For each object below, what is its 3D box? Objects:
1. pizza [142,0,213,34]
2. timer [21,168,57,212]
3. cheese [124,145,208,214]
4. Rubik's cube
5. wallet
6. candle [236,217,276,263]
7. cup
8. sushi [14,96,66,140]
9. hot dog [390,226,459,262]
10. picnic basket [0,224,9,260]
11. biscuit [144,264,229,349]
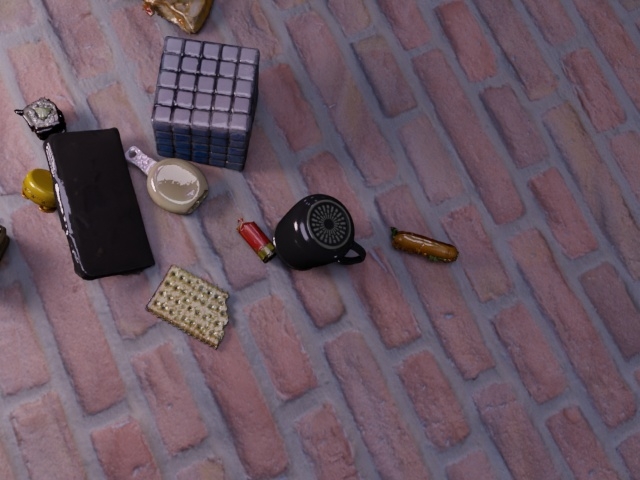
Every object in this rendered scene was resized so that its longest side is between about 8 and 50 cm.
[{"bbox_3d":[-0.430,-0.687,1.961,0.296,0.071,0.189,28,73,2],"label":"pizza"},{"bbox_3d":[-0.658,-0.135,1.749,0.107,0.107,0.109,42,114,6],"label":"timer"},{"bbox_3d":[-0.392,-0.161,1.818,0.227,0.064,0.137,35,72,4],"label":"cheese"},{"bbox_3d":[-0.278,-0.334,1.792,0.237,0.237,0.238,8,74,-6],"label":"Rubik's cube"},{"bbox_3d":[-0.534,-0.090,1.744,0.197,0.051,0.378,-13,82,-35],"label":"wallet"},{"bbox_3d":[-0.162,-0.006,1.810,0.052,0.052,0.131,-40,82,-16],"label":"candle"},{"bbox_3d":[0.000,0.000,1.763,0.223,0.176,0.169,34,57,-19],"label":"cup"},{"bbox_3d":[-0.692,-0.298,1.807,0.098,0.084,0.094,-27,83,-9],"label":"sushi"},{"bbox_3d":[0.263,0.016,1.852,0.188,0.072,0.055,16,94,-2],"label":"hot dog"},{"bbox_3d":[-0.870,0.002,1.666,0.266,0.139,0.165,20,72,-1],"label":"picnic basket"},{"bbox_3d":[-0.308,0.156,1.761,0.203,0.016,0.144,27,73,2],"label":"biscuit"}]
